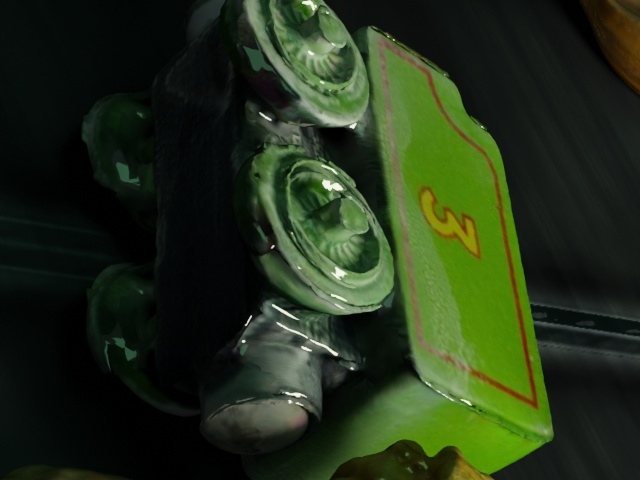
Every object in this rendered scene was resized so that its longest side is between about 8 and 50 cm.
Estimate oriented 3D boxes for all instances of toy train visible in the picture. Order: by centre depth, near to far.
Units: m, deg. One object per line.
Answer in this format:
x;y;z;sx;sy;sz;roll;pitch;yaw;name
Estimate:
0.000;0.000;1.100;0.249;0.173;0.307;28;41;-36;toy train

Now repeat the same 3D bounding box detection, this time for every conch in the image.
0.270;-0.175;1.610;0.330;0.093;0.109;37;52;17;conch

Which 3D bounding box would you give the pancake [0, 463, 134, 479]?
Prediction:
-0.111;0.210;0.900;0.236;0.042;0.222;-11;72;-47;pancake

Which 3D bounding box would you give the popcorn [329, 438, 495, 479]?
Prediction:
0.042;0.210;0.979;0.163;0.140;0.194;-46;121;-45;popcorn
